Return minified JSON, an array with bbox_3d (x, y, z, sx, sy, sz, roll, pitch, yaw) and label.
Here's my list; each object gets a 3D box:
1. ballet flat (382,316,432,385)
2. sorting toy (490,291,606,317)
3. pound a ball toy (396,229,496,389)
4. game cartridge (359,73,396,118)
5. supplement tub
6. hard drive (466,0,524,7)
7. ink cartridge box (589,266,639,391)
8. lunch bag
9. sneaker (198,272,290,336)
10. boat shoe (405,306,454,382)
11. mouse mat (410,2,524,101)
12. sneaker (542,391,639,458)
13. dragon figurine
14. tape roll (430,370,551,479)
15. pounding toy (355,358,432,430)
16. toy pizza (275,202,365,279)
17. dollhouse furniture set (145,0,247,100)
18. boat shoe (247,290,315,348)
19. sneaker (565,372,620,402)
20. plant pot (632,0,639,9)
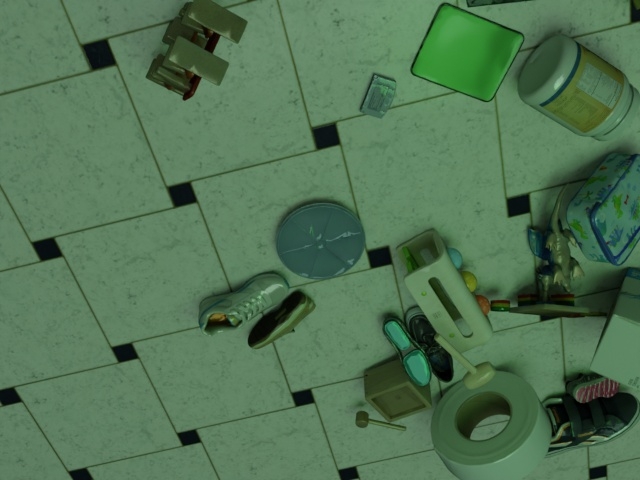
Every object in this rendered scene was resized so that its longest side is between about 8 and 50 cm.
[{"bbox_3d":[0.213,0.262,1.782,0.070,0.070,0.189,-27,96,12],"label":"ballet flat"},{"bbox_3d":[0.544,0.149,1.733,0.274,0.132,0.046,7,78,-23],"label":"sorting toy"},{"bbox_3d":[0.310,0.154,1.663,0.135,0.208,0.319,-29,120,14],"label":"pound a ball toy"},{"bbox_3d":[0.118,-0.288,1.476,0.055,0.017,0.083,17,120,-11],"label":"game cartridge"},{"bbox_3d":[0.502,-0.291,1.430,0.199,0.144,0.144,25,117,-20],"label":"supplement tub"},{"bbox_3d":[0.332,-0.553,1.300,0.171,0.054,0.255,-7,123,0],"label":"hard drive"},{"bbox_3d":[0.745,0.208,1.690,0.168,0.232,0.171,22,125,20],"label":"ink cartridge box"},{"bbox_3d":[0.629,-0.066,1.563,0.219,0.090,0.176,-46,120,-20],"label":"lunch bag"},{"bbox_3d":[-0.174,0.153,1.690,0.228,0.092,0.087,-25,120,10],"label":"sneaker"},{"bbox_3d":[0.274,0.264,1.808,0.080,0.076,0.229,-20,122,8],"label":"boat shoe"},{"bbox_3d":[0.288,-0.365,1.446,0.189,0.007,0.153,17,120,-14],"label":"mouse mat"},{"bbox_3d":[0.684,0.476,1.951,0.321,0.126,0.127,-28,126,15],"label":"sneaker"},{"bbox_3d":[0.523,0.007,1.653,0.085,0.144,0.289,-17,108,-1],"label":"dragon figurine"},{"bbox_3d":[0.420,0.465,1.828,0.286,0.286,0.100,-26,122,12],"label":"tape roll"},{"bbox_3d":[0.177,0.406,1.890,0.206,0.094,0.181,-25,127,22],"label":"pounding toy"},{"bbox_3d":[0.000,0.000,1.642,0.201,0.032,0.201,-2,122,-4],"label":"toy pizza"},{"bbox_3d":[-0.181,-0.364,1.276,0.135,0.262,0.259,24,86,-21],"label":"dollhouse furniture set"},{"bbox_3d":[-0.089,0.203,1.749,0.190,0.068,0.072,-39,129,19],"label":"boat shoe"},{"bbox_3d":[0.713,0.378,1.933,0.170,0.074,0.063,-8,108,-26],"label":"sneaker"},{"bbox_3d":[0.609,-0.498,1.328,0.134,0.134,0.095,-33,91,16],"label":"plant pot"}]
